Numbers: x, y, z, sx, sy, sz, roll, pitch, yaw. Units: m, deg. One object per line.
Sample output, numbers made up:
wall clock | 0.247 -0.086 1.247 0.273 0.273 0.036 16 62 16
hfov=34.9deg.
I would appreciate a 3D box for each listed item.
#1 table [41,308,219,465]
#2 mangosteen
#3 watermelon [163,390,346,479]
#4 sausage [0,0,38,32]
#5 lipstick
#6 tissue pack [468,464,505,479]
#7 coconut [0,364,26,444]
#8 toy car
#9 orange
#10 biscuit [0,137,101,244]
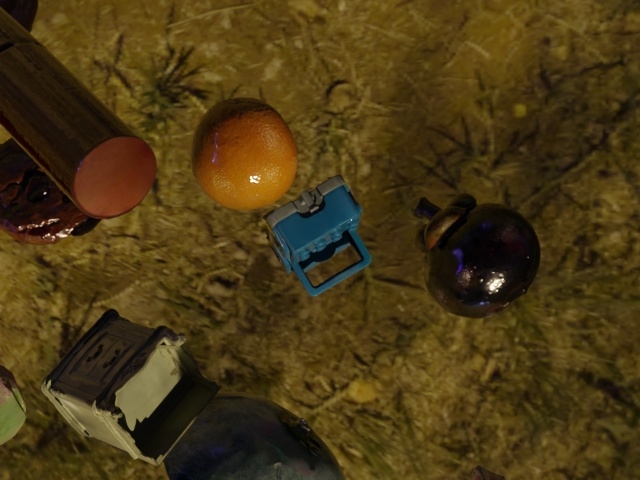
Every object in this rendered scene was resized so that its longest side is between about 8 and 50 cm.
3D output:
table | -0.131 0.100 0.705 0.079 0.083 0.062 -51 132 -28
mangosteen | 0.256 0.011 1.761 0.211 0.211 0.250 -35 72 -20
watermelon | -0.056 0.304 1.255 0.321 0.188 0.175 38 82 -10
sausage | -0.551 -0.271 1.627 0.088 0.088 0.433 36 54 -25
lipstick | -0.218 -0.125 0.667 0.057 0.356 0.057 -25 135 -27
tissue pack | 0.242 0.446 1.599 0.065 0.115 0.155 23 95 0
coconut | -0.303 0.148 0.902 0.082 0.081 0.083 28 106 -42
toy car | 0.000 0.000 1.160 0.097 0.191 0.100 -30 80 -7
orange | -0.138 -0.157 1.831 0.206 0.206 0.206 -2 95 -27
biscuit | -0.384 -0.079 1.427 0.192 0.049 0.192 3 62 -5
